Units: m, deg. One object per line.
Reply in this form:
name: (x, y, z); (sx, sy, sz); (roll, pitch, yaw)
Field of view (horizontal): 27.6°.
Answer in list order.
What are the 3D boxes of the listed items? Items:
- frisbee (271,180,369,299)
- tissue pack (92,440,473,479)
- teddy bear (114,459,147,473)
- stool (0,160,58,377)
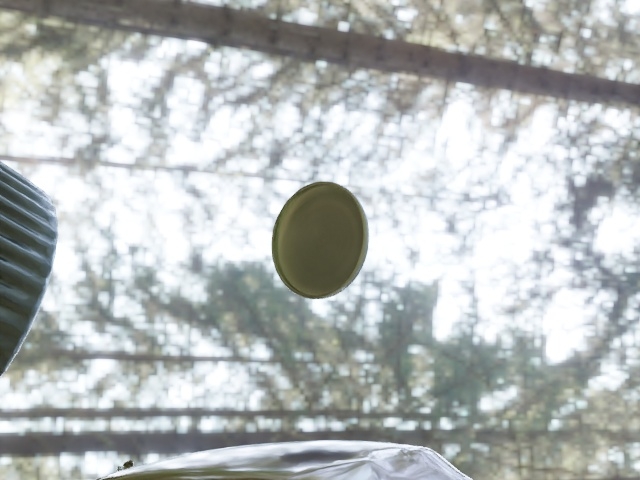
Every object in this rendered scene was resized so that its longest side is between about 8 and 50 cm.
frisbee: (0.000, 0.000, 1.202); (0.110, 0.014, 0.110); (-7, -102, 36)
tissue pack: (-0.043, 0.305, 0.679); (0.277, 0.267, 0.387); (-13, -99, 28)
teddy bear: (-0.151, 0.308, 1.301); (0.156, 0.256, 0.267); (-109, -157, -53)
stool: (-0.434, -0.008, 1.140); (0.297, 0.330, 0.297); (-32, -137, 35)
